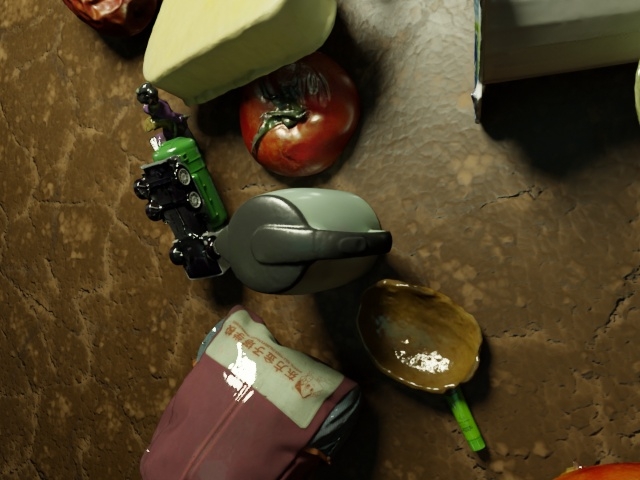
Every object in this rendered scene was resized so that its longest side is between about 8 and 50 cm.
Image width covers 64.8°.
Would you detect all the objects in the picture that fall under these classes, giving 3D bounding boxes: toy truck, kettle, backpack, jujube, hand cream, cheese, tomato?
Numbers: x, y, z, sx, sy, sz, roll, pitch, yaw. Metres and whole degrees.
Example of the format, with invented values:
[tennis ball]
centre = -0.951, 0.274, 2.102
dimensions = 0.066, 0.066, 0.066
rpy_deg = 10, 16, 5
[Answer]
[toy truck]
centre = -0.228, -0.058, 0.897
dimensions = 0.101, 0.125, 0.242
rpy_deg = -11, 111, 25
[kettle]
centre = 0.000, 0.000, 0.740
dimensions = 0.221, 0.236, 0.161
rpy_deg = 3, 93, 28
[backpack]
centre = -0.119, 0.299, 0.800
dimensions = 0.283, 0.197, 0.317
rpy_deg = 27, 66, 24
[jujube]
centre = -0.436, -0.517, 0.996
dimensions = 0.250, 0.174, 0.174
rpy_deg = 43, 110, 8
[hand cream]
centre = 0.211, 0.254, 0.761
dimensions = 0.036, 0.023, 0.121
rpy_deg = -31, 74, 29
[cheese]
centre = -0.162, -0.374, 0.826
dimensions = 0.384, 0.104, 0.383
rpy_deg = -16, 66, 39
[tomato]
centre = -0.051, -0.220, 0.838
dimensions = 0.228, 0.101, 0.227
rpy_deg = 2, 94, 25

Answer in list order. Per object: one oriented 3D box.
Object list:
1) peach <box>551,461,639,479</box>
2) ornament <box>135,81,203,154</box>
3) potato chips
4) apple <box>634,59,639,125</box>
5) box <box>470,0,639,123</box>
[peach]
centre = 0.371, 0.404, 0.581
dimensions = 0.362, 0.201, 0.257
rpy_deg = 2, 94, 28
[ornament]
centre = -0.282, -0.222, 0.903
dimensions = 0.088, 0.203, 0.081
rpy_deg = -31, 69, -11
[potato chips]
centre = 0.148, 0.144, 0.774
dimensions = 0.202, 0.049, 0.150
rpy_deg = 17, 95, 28
[apple]
centre = 0.505, -0.138, 0.447
dimensions = 0.360, 0.320, 0.311
rpy_deg = 42, 148, 19
[box]
centre = 0.288, -0.275, 0.604
dimensions = 0.207, 0.262, 0.291
rpy_deg = 0, 130, 18
